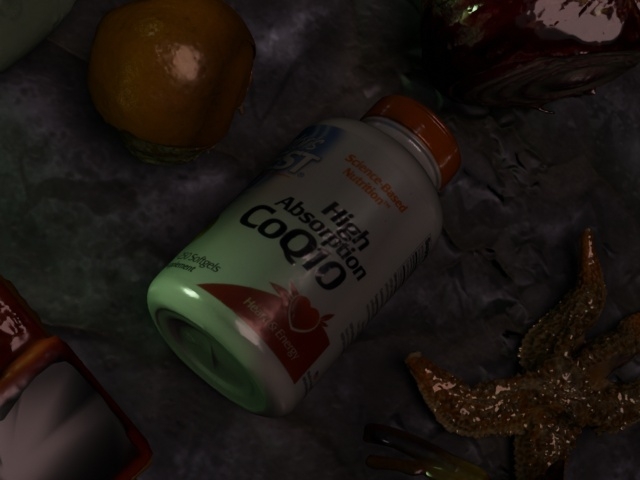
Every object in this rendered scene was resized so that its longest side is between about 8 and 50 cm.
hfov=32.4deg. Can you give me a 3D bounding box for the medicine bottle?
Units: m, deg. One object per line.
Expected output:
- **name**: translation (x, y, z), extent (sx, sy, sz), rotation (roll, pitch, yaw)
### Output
- **medicine bottle**: translation (0.000, 0.000, 0.946), extent (0.157, 0.157, 0.289), rotation (47, 66, -11)

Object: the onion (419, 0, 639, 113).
- **onion**: translation (0.189, -0.241, 1.047), extent (0.207, 0.216, 0.206), rotation (-4, 80, -17)

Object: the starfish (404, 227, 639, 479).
- **starfish**: translation (0.267, 0.151, 1.086), extent (0.293, 0.084, 0.301), rotation (-37, 93, -24)

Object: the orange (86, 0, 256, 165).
- **orange**: translation (-0.125, -0.138, 0.921), extent (0.134, 0.156, 0.156), rotation (32, 69, 5)

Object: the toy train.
- **toy train**: translation (-0.256, 0.101, 0.772), extent (0.163, 0.231, 0.369), rotation (-42, 101, -27)

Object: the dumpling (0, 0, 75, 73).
- **dumpling**: translation (-0.288, -0.202, 0.874), extent (0.216, 0.105, 0.149), rotation (-40, 101, -23)

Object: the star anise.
- **star anise**: translation (0.153, 0.282, 0.968), extent (0.237, 0.148, 0.346), rotation (-38, 104, 1)
